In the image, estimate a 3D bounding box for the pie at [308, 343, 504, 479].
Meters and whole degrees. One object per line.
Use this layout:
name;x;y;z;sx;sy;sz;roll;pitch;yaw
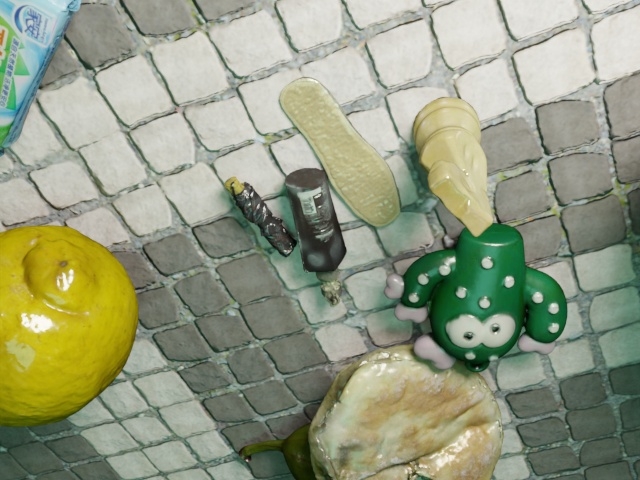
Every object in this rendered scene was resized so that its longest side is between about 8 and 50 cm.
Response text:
pie;0.140;0.306;1.149;0.338;0.075;0.337;-2;96;-16

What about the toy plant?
toy plant;0.227;0.094;1.037;0.233;0.112;0.243;-21;116;16

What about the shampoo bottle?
shampoo bottle;-0.001;0.000;1.011;0.057;0.063;0.207;-2;127;16

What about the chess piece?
chess piece;0.158;-0.088;0.852;0.090;0.200;0.090;1;125;2

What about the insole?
insole;0.033;-0.112;0.959;0.081;0.011;0.248;-27;120;22

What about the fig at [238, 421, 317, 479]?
fig;-0.020;0.368;1.273;0.259;0.151;0.151;11;133;35

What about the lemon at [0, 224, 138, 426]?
lemon;-0.395;0.125;1.010;0.286;0.285;0.316;3;147;1

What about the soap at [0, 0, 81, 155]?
soap;-0.398;-0.231;0.856;0.156;0.077;0.293;29;123;-17

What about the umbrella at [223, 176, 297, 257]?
umbrella;-0.083;-0.034;1.006;0.037;0.040;0.144;-30;123;14
